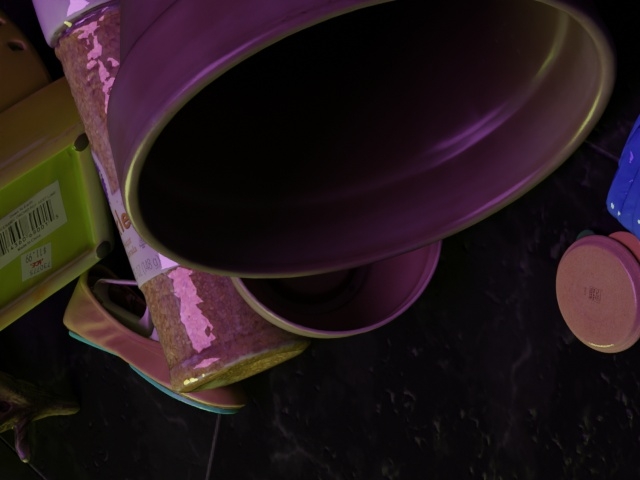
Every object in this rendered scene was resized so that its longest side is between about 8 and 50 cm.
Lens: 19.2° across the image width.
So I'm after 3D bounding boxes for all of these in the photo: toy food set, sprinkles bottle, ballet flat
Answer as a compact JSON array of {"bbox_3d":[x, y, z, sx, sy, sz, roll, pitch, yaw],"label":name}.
[{"bbox_3d":[0.190,0.034,1.270,0.082,0.020,0.083,-1,100,49],"label":"toy food set"},{"bbox_3d":[-0.120,-0.061,1.523,0.121,0.121,0.355,-31,77,48],"label":"sprinkles bottle"},{"bbox_3d":[-0.143,0.078,1.623,0.232,0.080,0.073,23,103,42],"label":"ballet flat"}]

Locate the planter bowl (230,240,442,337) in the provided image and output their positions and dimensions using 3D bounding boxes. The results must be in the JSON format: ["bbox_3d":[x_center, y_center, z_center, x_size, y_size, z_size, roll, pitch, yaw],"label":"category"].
[{"bbox_3d":[0.000,0.000,1.394,0.109,0.162,0.162,125,125,-73],"label":"planter bowl"}]

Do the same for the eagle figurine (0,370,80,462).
[{"bbox_3d":[-0.381,0.150,1.835,0.298,0.225,0.226,-3,108,38],"label":"eagle figurine"}]

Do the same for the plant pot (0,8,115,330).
[{"bbox_3d":[-0.312,-0.052,1.635,0.207,0.228,0.227,32,144,33],"label":"plant pot"}]

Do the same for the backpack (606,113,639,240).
[{"bbox_3d":[0.226,-0.040,1.133,0.101,0.120,0.098,40,128,35],"label":"backpack"}]

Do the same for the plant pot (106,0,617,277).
[{"bbox_3d":[-0.002,-0.174,1.245,0.323,0.323,0.280,-47,50,44],"label":"plant pot"}]
